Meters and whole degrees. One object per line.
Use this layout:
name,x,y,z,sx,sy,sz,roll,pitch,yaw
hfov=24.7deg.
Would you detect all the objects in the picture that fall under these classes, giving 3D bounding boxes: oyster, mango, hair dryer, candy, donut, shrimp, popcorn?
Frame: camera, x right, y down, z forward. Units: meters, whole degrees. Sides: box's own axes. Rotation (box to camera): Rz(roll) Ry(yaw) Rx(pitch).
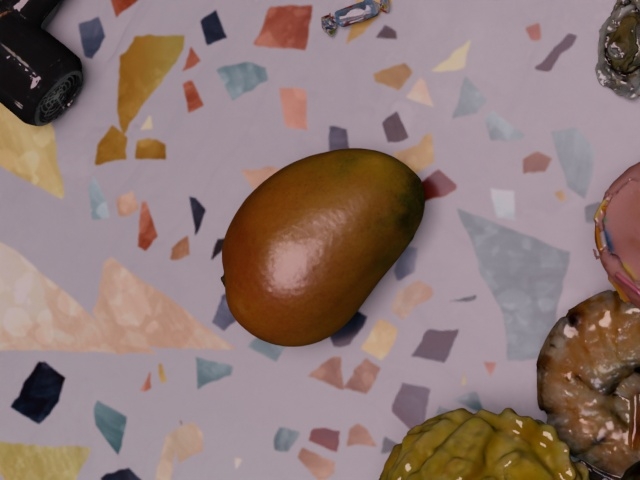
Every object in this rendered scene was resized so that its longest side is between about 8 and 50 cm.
oyster,0.340,-0.214,1.608,0.098,0.037,0.100,48,121,30
mango,-0.007,-0.002,1.633,0.175,0.139,0.254,38,89,1
hair dryer,-0.297,-0.320,1.744,0.189,0.107,0.352,40,92,10
candy,0.041,-0.259,1.687,0.083,0.020,0.030,-15,84,12
donut,0.387,0.008,1.507,0.199,0.085,0.233,-28,50,-7
shrimp,0.413,0.152,1.558,0.365,0.071,0.233,-5,96,13
popcorn,0.180,0.290,1.542,0.249,0.249,0.225,40,69,13

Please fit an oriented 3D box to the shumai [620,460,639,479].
shumai,0.436,0.334,1.428,0.395,0.395,0.348,-52,57,7
